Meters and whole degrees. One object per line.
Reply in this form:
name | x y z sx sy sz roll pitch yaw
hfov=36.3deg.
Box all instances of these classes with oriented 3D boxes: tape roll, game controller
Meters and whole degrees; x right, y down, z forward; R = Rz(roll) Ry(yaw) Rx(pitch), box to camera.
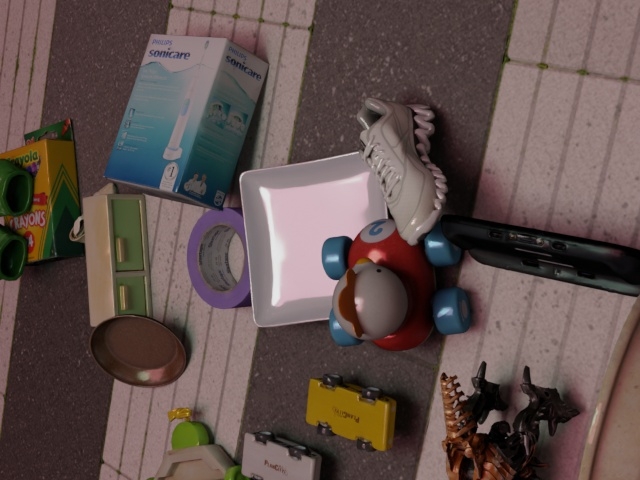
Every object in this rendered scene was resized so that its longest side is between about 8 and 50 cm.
tape roll | -0.158 0.032 1.822 0.189 0.080 0.189 1 91 40
game controller | 0.321 0.013 1.347 0.319 0.166 0.067 12 76 40

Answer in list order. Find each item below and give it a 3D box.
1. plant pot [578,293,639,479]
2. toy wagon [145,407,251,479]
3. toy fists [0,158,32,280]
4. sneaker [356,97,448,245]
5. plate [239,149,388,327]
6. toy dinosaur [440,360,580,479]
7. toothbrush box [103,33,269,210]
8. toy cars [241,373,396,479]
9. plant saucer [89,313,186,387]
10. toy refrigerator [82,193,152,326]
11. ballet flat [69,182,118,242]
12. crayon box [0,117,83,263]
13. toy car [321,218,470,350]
plant pot | 0.498 0.244 1.130 0.305 0.334 0.334 15 101 28
toy wagon | -0.239 0.496 1.899 0.267 0.068 0.345 -18 73 38
toy fists | -0.733 -0.046 2.202 0.142 0.096 0.279 16 103 41
sneaker | 0.114 -0.110 1.478 0.110 0.118 0.292 -53 28 36
plate | 0.000 0.000 1.674 0.278 0.045 0.277 -8 85 26
toy dinosaur | 0.249 0.298 1.374 0.164 0.218 0.322 19 146 24
toothbrush box | -0.251 -0.224 1.819 0.216 0.126 0.296 12 83 40
toy cars | 0.006 0.343 1.688 0.393 0.087 0.176 -44 59 36
plant saucer | -0.365 0.215 1.970 0.198 0.198 0.036 -43 22 33
toy refrigerator | -0.419 0.040 2.034 0.094 0.102 0.270 -5 87 41
ballet flat | -0.497 -0.056 2.130 0.057 0.052 0.168 50 121 28
crayon box | -0.645 -0.108 2.239 0.202 0.081 0.319 -10 84 41
toy car | 0.083 0.069 1.477 0.219 0.238 0.210 -9 86 25
